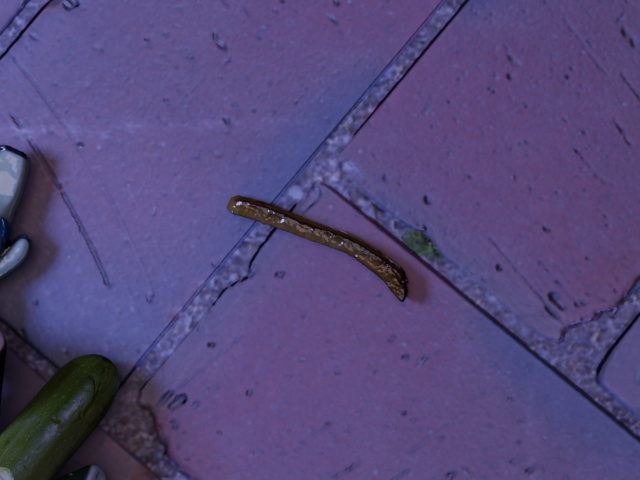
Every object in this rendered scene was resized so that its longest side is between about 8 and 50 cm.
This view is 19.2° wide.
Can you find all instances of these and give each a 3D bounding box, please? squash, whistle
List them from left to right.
[{"bbox_3d":[-0.352,0.016,1.884,0.114,0.077,0.235,23,79,-2],"label":"whistle"},{"bbox_3d":[-0.271,0.196,1.808,0.069,0.069,0.239,33,54,7],"label":"squash"}]

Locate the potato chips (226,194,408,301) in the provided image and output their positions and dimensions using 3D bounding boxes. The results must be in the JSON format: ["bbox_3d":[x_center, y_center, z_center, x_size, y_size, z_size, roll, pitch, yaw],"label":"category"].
[{"bbox_3d":[0.000,0.000,1.883,0.204,0.026,0.037,26,98,6],"label":"potato chips"}]

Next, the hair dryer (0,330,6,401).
[{"bbox_3d":[-0.482,0.167,1.786,0.352,0.107,0.189,4,114,-13],"label":"hair dryer"}]

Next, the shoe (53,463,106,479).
[{"bbox_3d":[-0.175,0.378,1.793,0.160,0.132,0.363,-38,75,-1],"label":"shoe"}]
